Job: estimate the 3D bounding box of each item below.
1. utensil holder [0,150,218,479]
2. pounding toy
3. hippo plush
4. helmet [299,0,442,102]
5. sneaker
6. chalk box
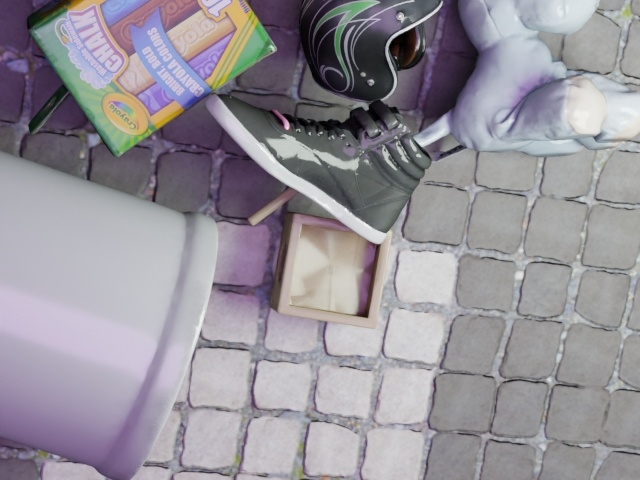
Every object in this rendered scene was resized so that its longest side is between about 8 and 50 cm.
[{"bbox_3d":[-0.351,0.063,1.804,0.385,0.327,0.327,21,98,-14],"label":"utensil holder"},{"bbox_3d":[-0.008,-0.007,1.983,0.181,0.094,0.206,9,91,-9],"label":"pounding toy"},{"bbox_3d":[0.260,-0.229,1.956,0.294,0.234,0.236,-6,85,31],"label":"hippo plush"},{"bbox_3d":[0.059,-0.264,1.894,0.169,0.169,0.161,-2,122,-11],"label":"helmet"},{"bbox_3d":[0.007,-0.126,1.839,0.296,0.104,0.147,33,102,-31],"label":"sneaker"},{"bbox_3d":[-0.229,-0.224,1.836,0.289,0.180,0.179,-33,107,-4],"label":"chalk box"}]
